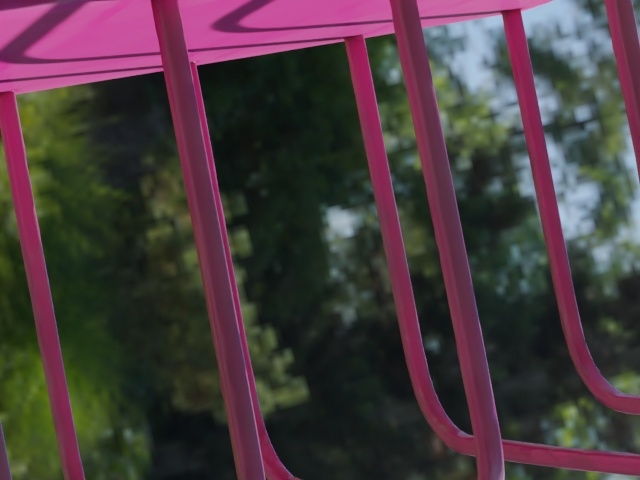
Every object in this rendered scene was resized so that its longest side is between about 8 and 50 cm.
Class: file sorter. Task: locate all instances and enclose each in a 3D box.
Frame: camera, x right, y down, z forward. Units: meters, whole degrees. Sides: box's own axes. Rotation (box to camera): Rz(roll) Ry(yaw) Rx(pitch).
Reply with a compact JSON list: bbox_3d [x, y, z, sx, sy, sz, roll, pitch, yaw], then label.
[{"bbox_3d":[0.000,0.000,0.609,0.202,0.290,0.182,171,-92,-67],"label":"file sorter"}]
